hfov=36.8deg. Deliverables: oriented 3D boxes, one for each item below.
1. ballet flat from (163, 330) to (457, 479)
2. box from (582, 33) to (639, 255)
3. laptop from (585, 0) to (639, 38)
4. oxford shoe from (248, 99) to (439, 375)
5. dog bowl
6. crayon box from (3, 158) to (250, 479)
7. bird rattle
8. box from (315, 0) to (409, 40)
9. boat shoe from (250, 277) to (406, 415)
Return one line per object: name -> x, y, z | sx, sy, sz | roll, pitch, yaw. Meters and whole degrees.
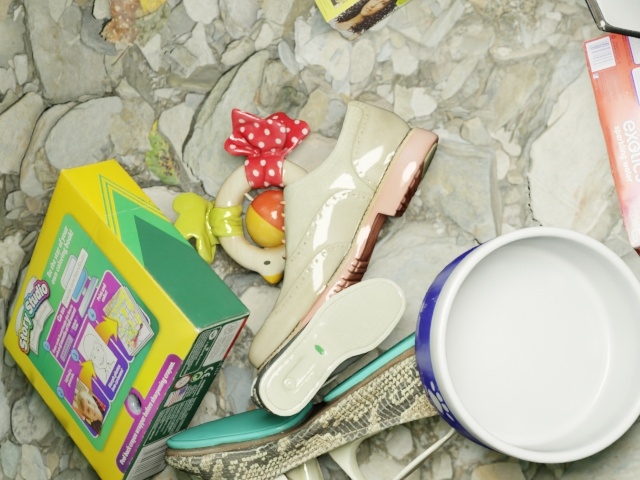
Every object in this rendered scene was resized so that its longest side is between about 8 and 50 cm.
ballet flat -> 0.018, 0.261, 1.262 | 0.483, 0.164, 0.182 | -26, 88, 17
box -> 0.404, -0.119, 1.132 | 0.128, 0.123, 0.256 | -15, 78, 21
laptop -> 0.456, -0.420, 1.051 | 0.236, 0.408, 0.382 | -47, 50, 48
oxford shoe -> 0.000, 0.000, 1.287 | 0.146, 0.140, 0.397 | 32, 87, 9
dog bowl -> 0.247, 0.121, 1.119 | 0.265, 0.104, 0.265 | 1, 83, -10
crayon box -> -0.291, 0.124, 1.365 | 0.313, 0.106, 0.363 | 47, 128, 22
bird rattle -> -0.083, -0.055, 1.377 | 0.207, 0.143, 0.253 | 40, 88, 11
box -> 0.108, -0.370, 1.318 | 0.232, 0.087, 0.058 | -32, 70, 19
boat shoe -> 0.008, 0.128, 1.198 | 0.233, 0.079, 0.084 | -39, 90, -21
